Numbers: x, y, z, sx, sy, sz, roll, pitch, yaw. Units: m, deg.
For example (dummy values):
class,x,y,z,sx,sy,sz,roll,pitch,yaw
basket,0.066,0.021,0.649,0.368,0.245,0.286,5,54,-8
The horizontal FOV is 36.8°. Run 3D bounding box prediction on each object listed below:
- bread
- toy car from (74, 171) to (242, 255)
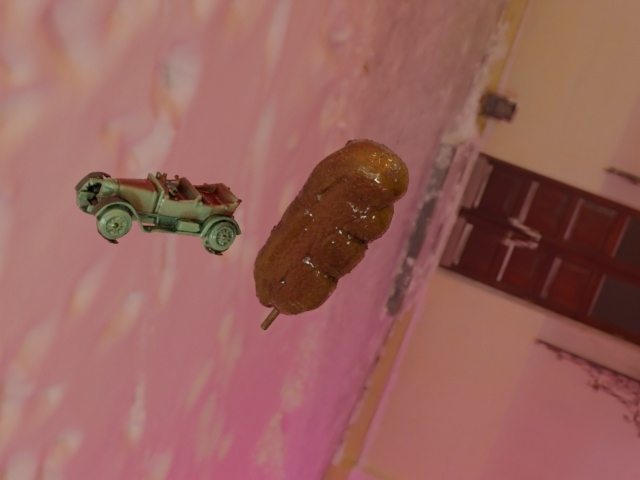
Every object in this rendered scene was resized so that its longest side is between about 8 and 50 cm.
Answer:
class,x,y,z,sx,sy,sz,roll,pitch,yaw
bread,-0.001,0.002,1.276,0.344,0.124,0.084,-55,-178,35
toy car,-0.141,-0.030,0.850,0.143,0.073,0.054,8,114,-36
